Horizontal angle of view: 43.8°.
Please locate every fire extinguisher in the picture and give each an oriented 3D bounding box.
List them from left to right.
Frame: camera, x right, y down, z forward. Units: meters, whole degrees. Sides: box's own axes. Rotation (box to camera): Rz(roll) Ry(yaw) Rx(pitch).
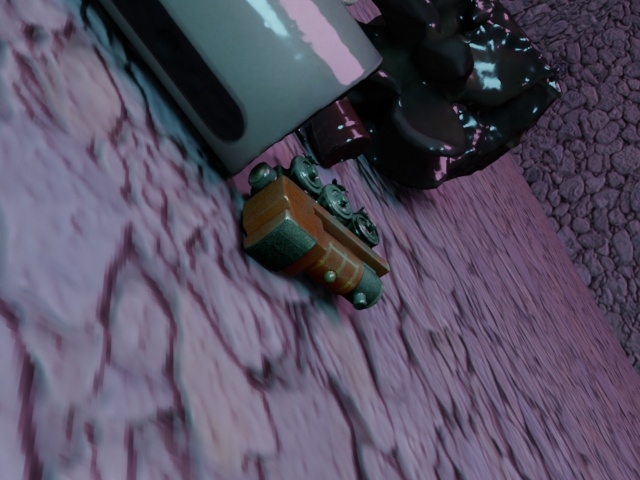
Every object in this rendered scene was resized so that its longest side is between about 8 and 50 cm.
[{"bbox_3d":[-0.021,-0.131,0.618,0.078,0.045,0.157,-11,68,-47],"label":"fire extinguisher"}]

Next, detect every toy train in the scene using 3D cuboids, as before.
[{"bbox_3d":[0.000,0.000,0.439,0.103,0.044,0.064,39,27,-37],"label":"toy train"}]

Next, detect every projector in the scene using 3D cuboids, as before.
[{"bbox_3d":[-0.104,-0.196,0.407,0.337,0.108,0.108,53,18,-10],"label":"projector"}]

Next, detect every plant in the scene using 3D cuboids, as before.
[{"bbox_3d":[0.118,-0.160,0.783,0.199,0.188,0.276,59,18,11],"label":"plant"}]

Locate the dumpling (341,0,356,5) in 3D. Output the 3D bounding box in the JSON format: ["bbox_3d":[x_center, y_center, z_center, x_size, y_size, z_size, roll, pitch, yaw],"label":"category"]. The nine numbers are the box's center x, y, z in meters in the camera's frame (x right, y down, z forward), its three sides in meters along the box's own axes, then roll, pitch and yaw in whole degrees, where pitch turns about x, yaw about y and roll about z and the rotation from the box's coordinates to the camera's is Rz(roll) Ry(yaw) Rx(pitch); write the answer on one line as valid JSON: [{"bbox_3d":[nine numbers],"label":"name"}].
[{"bbox_3d":[-0.031,-0.363,0.856,0.250,0.162,0.132,66,-19,-4],"label":"dumpling"}]
